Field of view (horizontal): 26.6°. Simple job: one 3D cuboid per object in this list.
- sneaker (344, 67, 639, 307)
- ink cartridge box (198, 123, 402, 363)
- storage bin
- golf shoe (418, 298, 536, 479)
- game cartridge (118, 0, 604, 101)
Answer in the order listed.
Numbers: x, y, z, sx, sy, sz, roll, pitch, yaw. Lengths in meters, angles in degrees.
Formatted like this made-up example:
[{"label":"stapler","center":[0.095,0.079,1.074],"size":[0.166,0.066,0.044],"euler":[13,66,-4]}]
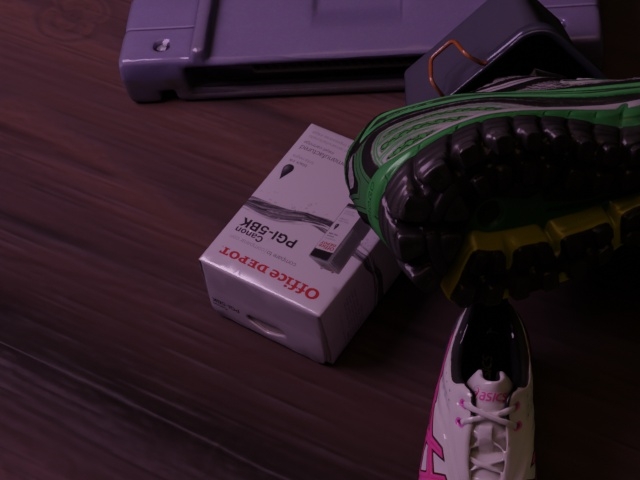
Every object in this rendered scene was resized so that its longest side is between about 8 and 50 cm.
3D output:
[{"label":"sneaker","center":[0.177,-0.059,0.831],"size":[0.344,0.134,0.146],"euler":[-5,27,-22]},{"label":"ink cartridge box","center":[0.000,0.000,0.891],"size":[0.099,0.056,0.135],"euler":[24,59,24]},{"label":"storage bin","center":[0.111,-0.109,0.914],"size":[0.135,0.098,0.091],"euler":[-40,34,25]},{"label":"golf shoe","center":[0.088,0.115,0.768],"size":[0.068,0.086,0.186],"euler":[-1,53,7]},{"label":"game cartridge","center":[0.033,-0.213,1.054],"size":[0.355,0.068,0.230],"euler":[-2,56,8]}]
